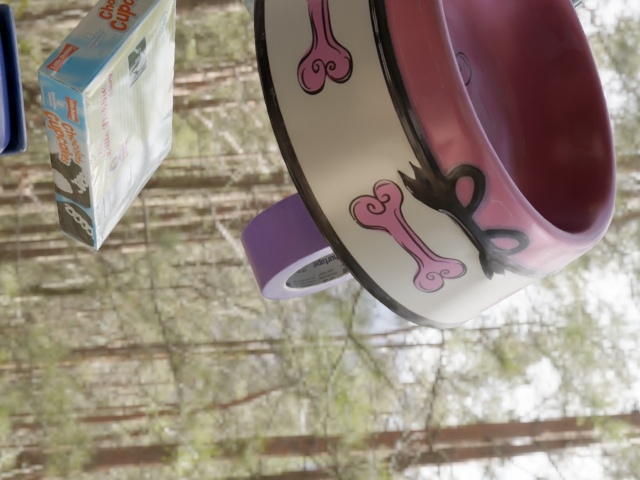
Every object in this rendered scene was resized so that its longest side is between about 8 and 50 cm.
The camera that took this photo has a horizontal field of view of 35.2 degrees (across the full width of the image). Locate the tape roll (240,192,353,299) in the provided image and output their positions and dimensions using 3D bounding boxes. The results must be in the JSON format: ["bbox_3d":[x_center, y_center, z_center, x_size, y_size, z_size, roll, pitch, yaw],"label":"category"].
[{"bbox_3d":[0.000,0.000,1.274,0.189,0.189,0.080,71,-2,-73],"label":"tape roll"}]

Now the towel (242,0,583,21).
[{"bbox_3d":[0.093,-0.332,1.165,0.320,0.374,0.090,60,7,-6],"label":"towel"}]

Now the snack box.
[{"bbox_3d":[-0.243,-0.146,1.185,0.187,0.060,0.322,-60,173,-31],"label":"snack box"}]

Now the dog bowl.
[{"bbox_3d":[0.128,-0.136,0.909,0.408,0.150,0.408,28,53,-46],"label":"dog bowl"}]

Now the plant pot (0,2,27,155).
[{"bbox_3d":[-0.518,-0.202,1.310,0.212,0.236,0.236,-22,108,-73],"label":"plant pot"}]
